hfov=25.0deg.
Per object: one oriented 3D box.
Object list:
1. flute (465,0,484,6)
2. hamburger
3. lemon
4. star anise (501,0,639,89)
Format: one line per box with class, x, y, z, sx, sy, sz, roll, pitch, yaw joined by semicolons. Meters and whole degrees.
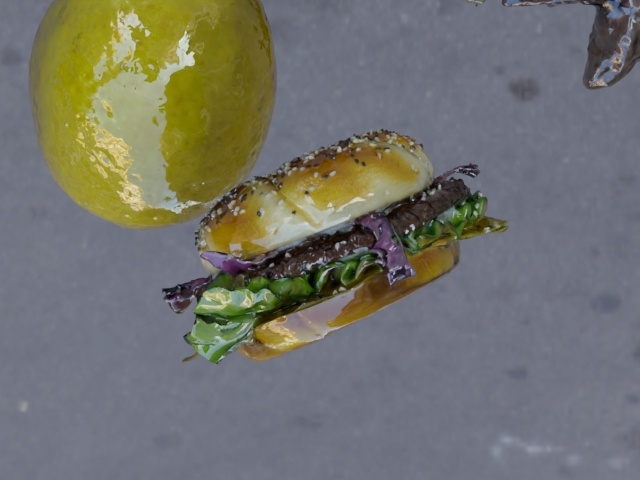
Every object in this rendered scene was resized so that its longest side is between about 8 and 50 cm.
flute;0.066;-0.263;1.409;0.233;0.027;0.027;9;142;-27
hamburger;-0.001;0.001;0.771;0.164;0.189;0.093;-26;91;44
lemon;-0.113;-0.100;0.972;0.170;0.170;0.207;10;126;-4
star anise;0.319;-0.258;1.263;0.315;0.108;0.315;0;100;0
